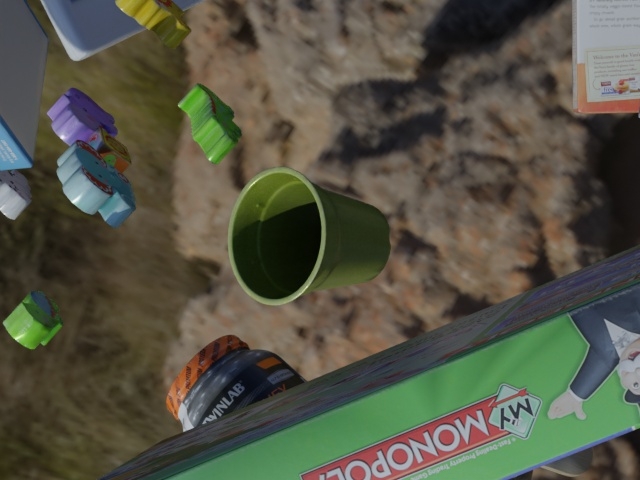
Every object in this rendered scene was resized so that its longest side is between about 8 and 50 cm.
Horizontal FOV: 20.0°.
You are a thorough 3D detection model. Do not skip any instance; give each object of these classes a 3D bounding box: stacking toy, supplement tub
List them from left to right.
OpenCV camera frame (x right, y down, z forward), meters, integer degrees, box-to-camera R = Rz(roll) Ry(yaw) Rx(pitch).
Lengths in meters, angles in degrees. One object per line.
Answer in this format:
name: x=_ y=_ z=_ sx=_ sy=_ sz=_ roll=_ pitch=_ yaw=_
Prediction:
stacking toy: x=-0.134 y=-0.052 z=1.043 sx=0.167 sy=0.052 sz=0.221 roll=-46 pitch=30 yaw=12
supplement tub: x=-0.040 y=0.177 z=1.600 sx=0.190 sy=0.117 sz=0.117 roll=40 pitch=97 yaw=20

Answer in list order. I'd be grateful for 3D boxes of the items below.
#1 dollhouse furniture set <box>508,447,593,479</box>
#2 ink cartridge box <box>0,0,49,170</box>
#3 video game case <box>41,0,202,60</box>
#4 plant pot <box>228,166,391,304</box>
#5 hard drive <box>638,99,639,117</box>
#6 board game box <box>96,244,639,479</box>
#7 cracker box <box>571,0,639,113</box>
dollhouse furniture set: x=0.198 y=0.240 z=1.692 sx=0.212 sy=0.161 sz=0.242 roll=128 pitch=160 yaw=-62
ink cartridge box: x=-0.231 y=-0.090 z=0.964 sx=0.143 sy=0.092 sz=0.090 roll=-6 pitch=60 yaw=12
video game case: x=-0.164 y=-0.359 z=1.564 sx=0.036 sy=0.300 sz=0.329 roll=-15 pitch=103 yaw=56
plant pot: x=0.000 y=0.000 z=1.114 sx=0.083 sy=0.079 sz=0.083 roll=-6 pitch=82 yaw=44
hard drive: x=0.339 y=-0.133 z=1.149 sx=0.254 sy=0.054 sz=0.172 roll=11 pitch=119 yaw=17
board game box: x=0.047 y=0.060 z=0.681 sx=0.317 sy=0.213 sz=0.046 roll=-23 pitch=90 yaw=15
cracker box: x=0.308 y=-0.232 z=1.651 sx=0.155 sy=0.067 sz=0.232 roll=0 pitch=95 yaw=3
